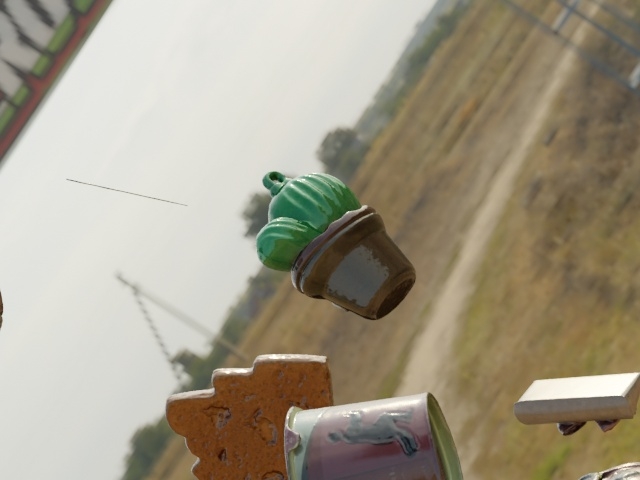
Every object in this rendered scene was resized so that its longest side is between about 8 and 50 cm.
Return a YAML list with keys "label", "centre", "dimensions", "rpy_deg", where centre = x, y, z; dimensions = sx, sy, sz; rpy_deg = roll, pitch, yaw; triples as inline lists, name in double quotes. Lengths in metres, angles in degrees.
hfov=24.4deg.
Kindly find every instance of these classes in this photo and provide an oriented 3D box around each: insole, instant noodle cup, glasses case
- label: "insole"
  centre: [-0.237, -0.059, 1.816]
  dimensions: [0.053, 0.153, 0.002]
  rpy_deg: [-167, 90, -72]
- label: "instant noodle cup"
  centre: [0.074, 0.295, 1.814]
  dimensions: [0.179, 0.234, 0.235]
  rpy_deg: [-16, 9, 10]
- label: "glasses case"
  centre: [0.402, 0.246, 2.236]
  dimensions: [0.194, 0.070, 0.102]
  rpy_deg: [-9, 19, 36]

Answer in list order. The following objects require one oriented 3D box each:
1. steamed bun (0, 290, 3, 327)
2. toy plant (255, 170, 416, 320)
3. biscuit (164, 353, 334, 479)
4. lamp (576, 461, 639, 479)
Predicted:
- label: "steamed bun"
  centre: [-0.511, 0.098, 2.065]
  dimensions: [0.145, 0.106, 0.175]
  rpy_deg: [-17, -66, -56]
- label: "toy plant"
  centre: [0.000, 0.000, 1.510]
  dimensions: [0.143, 0.200, 0.105]
  rpy_deg: [-32, -29, -42]
- label: "biscuit"
  centre: [-0.090, 0.296, 2.423]
  dimensions: [0.306, 0.284, 0.043]
  rpy_deg: [-45, 9, 16]
- label: "lamp"
  centre: [0.484, 0.497, 2.358]
  dimensions: [0.303, 0.257, 0.303]
  rpy_deg: [-44, -1, -1]
